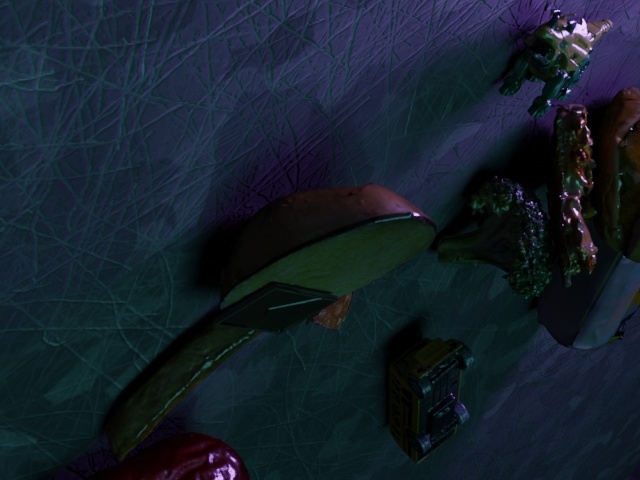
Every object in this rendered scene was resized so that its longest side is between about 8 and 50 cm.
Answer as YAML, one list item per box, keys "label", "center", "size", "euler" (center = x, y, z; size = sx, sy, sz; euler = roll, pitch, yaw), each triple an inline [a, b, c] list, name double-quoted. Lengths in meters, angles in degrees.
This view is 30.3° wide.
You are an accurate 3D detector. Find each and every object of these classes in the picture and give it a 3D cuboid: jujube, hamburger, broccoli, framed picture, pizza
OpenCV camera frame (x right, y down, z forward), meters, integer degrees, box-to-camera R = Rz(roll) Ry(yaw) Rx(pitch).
- label: "jujube"
  center: [-0.242, 0.404, 1.662]
  size: [0.318, 0.223, 0.223]
  euler: [-38, 151, -37]
- label: "hamburger"
  center: [0.524, -0.116, 2.008]
  size: [0.285, 0.134, 0.265]
  euler: [-61, 161, -52]
- label: "broccoli"
  center: [0.283, 0.002, 1.917]
  size: [0.194, 0.194, 0.220]
  euler: [-29, 117, -29]
- label: "framed picture"
  center: [-0.057, 0.092, 1.557]
  size: [0.109, 0.011, 0.149]
  euler: [-30, 157, 26]
- label: "pizza"
  center: [0.409, -0.091, 1.907]
  size: [0.074, 0.288, 0.251]
  euler: [-4, 124, 6]
- label: "pizza"
  center: [0.022, 0.090, 1.813]
  size: [0.099, 0.029, 0.100]
  euler: [-61, 151, 9]

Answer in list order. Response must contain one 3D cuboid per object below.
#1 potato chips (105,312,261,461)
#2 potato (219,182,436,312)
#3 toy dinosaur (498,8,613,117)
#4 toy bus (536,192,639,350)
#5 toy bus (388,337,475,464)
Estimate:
- label: "potato chips"
  center: [-0.142, 0.147, 1.633]
  size: [0.407, 0.057, 0.080]
  euler: [-40, 164, -12]
- label: "potato"
  center: [0.000, 0.000, 1.541]
  size: [0.299, 0.116, 0.239]
  euler: [-26, 154, 19]
- label: "toy dinosaur"
  center: [0.359, -0.276, 1.744]
  size: [0.259, 0.094, 0.153]
  euler: [-22, 148, -51]
- label: "toy bus"
  center: [0.548, 0.056, 2.329]
  size: [0.162, 0.171, 0.386]
  euler: [-15, 139, -28]
- label: "toy bus"
  center: [0.195, 0.283, 2.174]
  size: [0.121, 0.123, 0.335]
  euler: [-33, 148, -20]
